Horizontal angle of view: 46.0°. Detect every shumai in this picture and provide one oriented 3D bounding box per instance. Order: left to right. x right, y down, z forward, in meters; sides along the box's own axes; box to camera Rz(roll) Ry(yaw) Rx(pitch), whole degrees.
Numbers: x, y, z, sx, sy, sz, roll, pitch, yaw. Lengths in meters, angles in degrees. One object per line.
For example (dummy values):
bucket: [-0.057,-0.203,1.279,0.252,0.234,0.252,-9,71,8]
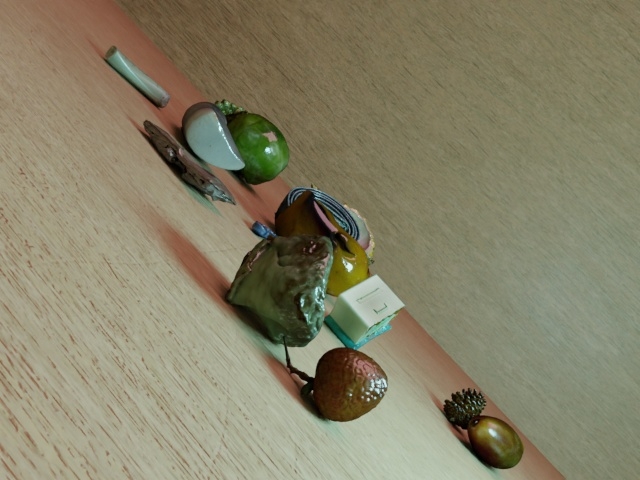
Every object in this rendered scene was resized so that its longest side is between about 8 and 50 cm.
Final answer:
shumai: [-0.063,0.059,1.101,0.142,0.184,0.184,10,12,-9]

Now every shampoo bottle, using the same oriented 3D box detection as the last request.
shampoo bottle: [-0.503,-0.449,2.082,0.212,0.049,0.072,42,2,-43]

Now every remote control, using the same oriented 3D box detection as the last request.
remote control: [-0.134,-0.020,1.831,0.043,0.027,0.152,41,2,14]

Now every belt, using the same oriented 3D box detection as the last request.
belt: [0.003,-0.037,2.111,0.268,0.116,0.206,32,38,-8]

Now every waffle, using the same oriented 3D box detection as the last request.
waffle: [-0.315,-0.375,2.399,0.183,0.169,0.036,22,39,-53]

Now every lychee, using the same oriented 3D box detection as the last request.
lychee: [0.023,0.195,1.038,0.101,0.140,0.114,52,36,-41]

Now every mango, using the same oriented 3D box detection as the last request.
mango: [0.006,0.019,1.906,0.287,0.153,0.201,50,2,11]
mango: [0.438,0.502,1.862,0.133,0.111,0.267,30,-4,37]

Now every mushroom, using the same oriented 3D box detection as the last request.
mushroom: [-0.311,-0.303,2.095,0.177,0.126,0.397,55,1,-23]

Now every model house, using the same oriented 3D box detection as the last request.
model house: [0.085,0.166,1.606,0.127,0.149,0.100,-25,66,-38]

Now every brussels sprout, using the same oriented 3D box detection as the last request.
brussels sprout: [-0.203,-0.283,2.366,0.244,0.244,0.244,45,5,-5]

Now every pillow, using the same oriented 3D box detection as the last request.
pillow: [-0.282,-0.159,1.608,0.248,0.049,0.135,44,3,27]

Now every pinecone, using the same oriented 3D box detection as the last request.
pinecone: [0.376,0.431,1.939,0.102,0.109,0.102,57,1,-2]

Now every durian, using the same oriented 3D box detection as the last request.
durian: [0.028,-0.026,2.385,0.305,0.196,0.185,44,35,-7]
